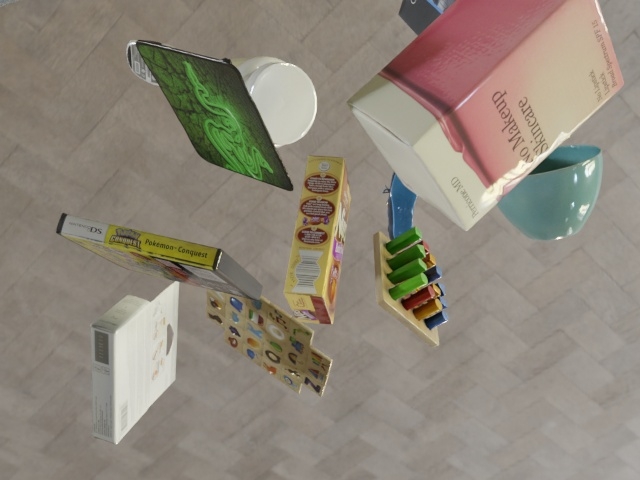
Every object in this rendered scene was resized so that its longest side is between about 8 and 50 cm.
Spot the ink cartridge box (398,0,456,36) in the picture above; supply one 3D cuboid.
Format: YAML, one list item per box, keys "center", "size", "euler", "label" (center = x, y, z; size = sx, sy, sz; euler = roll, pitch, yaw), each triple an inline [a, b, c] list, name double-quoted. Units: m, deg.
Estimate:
- center: [0.269, -0.464, 1.455]
  size: [0.065, 0.332, 0.165]
  euler: [-2, 130, -24]
  label: "ink cartridge box"

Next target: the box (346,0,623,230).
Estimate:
- center: [0.172, -0.152, 0.743]
  size: [0.232, 0.127, 0.148]
  euler: [-44, 132, -1]
  label: "box"

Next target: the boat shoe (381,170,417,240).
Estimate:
- center: [0.227, -0.113, 2.141]
  size: [0.109, 0.089, 0.258]
  euler: [7, 98, -20]
  label: "boat shoe"

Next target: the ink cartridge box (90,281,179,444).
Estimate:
- center: [-0.376, 0.235, 1.470]
  size: [0.060, 0.239, 0.275]
  euler: [14, 116, 13]
  label: "ink cartridge box"

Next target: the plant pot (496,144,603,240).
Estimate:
- center: [0.583, -0.113, 1.837]
  size: [0.290, 0.290, 0.195]
  euler: [-14, 105, 7]
  label: "plant pot"

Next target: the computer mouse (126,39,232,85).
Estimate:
- center: [-0.216, -0.263, 1.105]
  size: [0.193, 0.042, 0.106]
  euler: [29, 138, 17]
  label: "computer mouse"

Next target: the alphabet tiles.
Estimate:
- center: [-0.124, 0.217, 1.617]
  size: [0.342, 0.011, 0.285]
  euler: [32, 145, 16]
  label: "alphabet tiles"

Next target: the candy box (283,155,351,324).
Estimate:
- center: [0.000, 0.000, 0.901]
  size: [0.053, 0.186, 0.109]
  euler: [4, 157, 9]
  label: "candy box"

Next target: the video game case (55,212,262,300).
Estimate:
- center: [-0.238, 0.032, 1.129]
  size: [0.248, 0.035, 0.275]
  euler: [12, 168, 11]
  label: "video game case"

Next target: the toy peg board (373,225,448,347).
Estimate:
- center: [0.172, 0.070, 1.232]
  size: [0.079, 0.161, 0.161]
  euler: [-31, 127, 29]
  label: "toy peg board"

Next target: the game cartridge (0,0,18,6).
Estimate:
- center: [-0.405, -0.381, 0.772]
  size: [0.198, 0.062, 0.297]
  euler: [-15, 145, 13]
  label: "game cartridge"

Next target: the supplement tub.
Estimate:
- center: [-0.182, -0.361, 1.882]
  size: [0.235, 0.325, 0.235]
  euler: [-8, 104, -34]
  label: "supplement tub"

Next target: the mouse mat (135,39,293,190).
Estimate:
- center: [-0.112, -0.132, 0.781]
  size: [0.153, 0.007, 0.189]
  euler: [21, 154, 32]
  label: "mouse mat"
